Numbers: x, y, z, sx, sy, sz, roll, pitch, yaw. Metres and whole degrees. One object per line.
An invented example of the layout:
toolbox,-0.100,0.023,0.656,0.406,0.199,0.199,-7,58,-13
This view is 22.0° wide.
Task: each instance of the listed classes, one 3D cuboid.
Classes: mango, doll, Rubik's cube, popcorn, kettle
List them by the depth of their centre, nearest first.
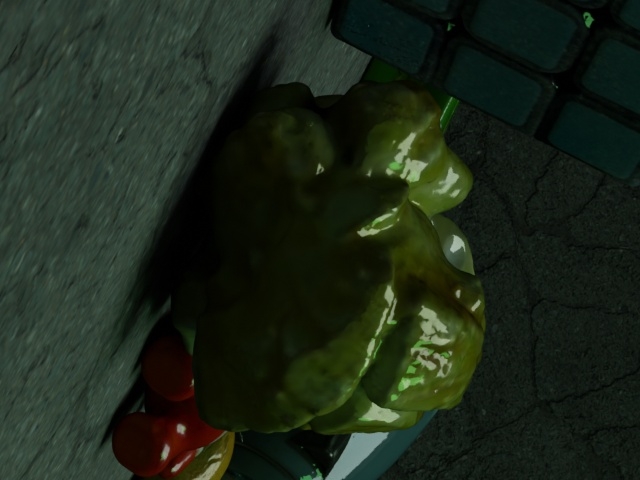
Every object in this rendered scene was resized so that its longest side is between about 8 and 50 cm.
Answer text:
popcorn,0.007,0.014,1.205,0.225,0.276,0.276,-4,131,-39
Rubik's cube,0.216,-0.280,1.301,0.301,0.305,0.304,105,11,-64
doll,-0.077,0.092,1.437,0.336,0.105,0.200,-35,149,-64
mango,-0.145,0.243,1.639,0.190,0.075,0.098,-59,159,-23
kettle,-0.032,0.196,1.878,0.319,0.247,0.342,-26,-160,50

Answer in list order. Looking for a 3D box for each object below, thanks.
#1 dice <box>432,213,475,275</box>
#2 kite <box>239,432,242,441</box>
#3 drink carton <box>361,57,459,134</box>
dice,0.043,0.051,1.665,0.166,0.169,0.169,31,67,-42
kite,-0.092,0.136,1.655,0.137,0.005,0.152,-102,-177,-53
drink carton,0.114,-0.183,1.893,0.271,0.108,0.161,-62,175,-5
